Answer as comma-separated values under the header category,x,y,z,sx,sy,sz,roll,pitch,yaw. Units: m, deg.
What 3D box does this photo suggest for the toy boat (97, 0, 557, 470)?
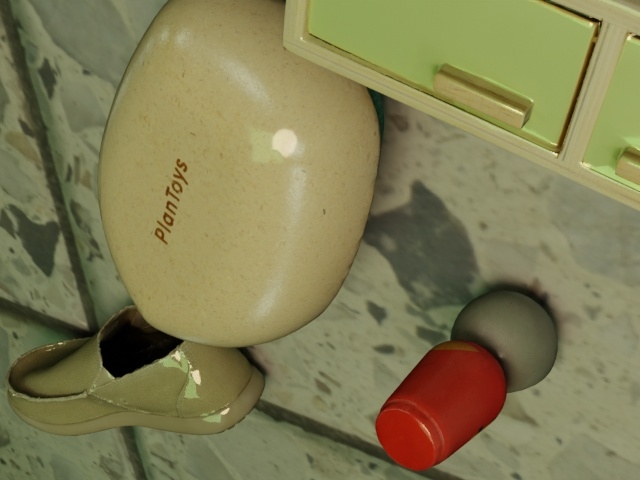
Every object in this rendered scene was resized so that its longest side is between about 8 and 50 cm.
category,x,y,z,sx,sy,sz,roll,pitch,yaw
toy boat,0.000,0.000,0.711,0.318,0.148,0.267,43,135,13

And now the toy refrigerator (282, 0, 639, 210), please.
category,x,y,z,sx,sy,sz,roll,pitch,yaw
toy refrigerator,0.116,-0.100,0.547,0.269,0.094,0.102,27,137,18

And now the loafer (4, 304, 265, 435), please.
category,x,y,z,sx,sy,sz,roll,pitch,yaw
loafer,-0.170,0.104,0.961,0.268,0.102,0.092,-5,119,31
